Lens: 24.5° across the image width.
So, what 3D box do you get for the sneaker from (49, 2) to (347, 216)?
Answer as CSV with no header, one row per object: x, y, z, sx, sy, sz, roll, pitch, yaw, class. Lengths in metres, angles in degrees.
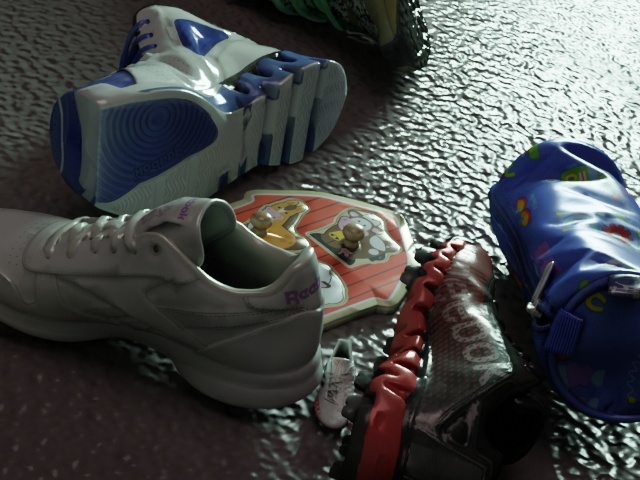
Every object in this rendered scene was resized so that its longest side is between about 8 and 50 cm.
-0.141,-0.125,1.340,0.182,0.127,0.315,28,31,31,sneaker

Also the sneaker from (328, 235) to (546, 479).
0.103,0.097,1.082,0.135,0.097,0.276,15,36,8,sneaker

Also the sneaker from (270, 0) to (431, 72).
-0.007,-0.290,1.638,0.182,0.158,0.410,-28,42,0,sneaker

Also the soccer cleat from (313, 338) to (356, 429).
0.012,0.107,1.096,0.029,0.035,0.083,11,33,1,soccer cleat

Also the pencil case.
0.207,0.022,1.165,0.133,0.119,0.306,20,23,-11,pencil case

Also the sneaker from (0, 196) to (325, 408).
-0.133,0.013,1.095,0.305,0.152,0.114,17,36,12,sneaker

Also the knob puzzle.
0.000,0.000,1.258,0.213,0.030,0.213,7,33,-5,knob puzzle
